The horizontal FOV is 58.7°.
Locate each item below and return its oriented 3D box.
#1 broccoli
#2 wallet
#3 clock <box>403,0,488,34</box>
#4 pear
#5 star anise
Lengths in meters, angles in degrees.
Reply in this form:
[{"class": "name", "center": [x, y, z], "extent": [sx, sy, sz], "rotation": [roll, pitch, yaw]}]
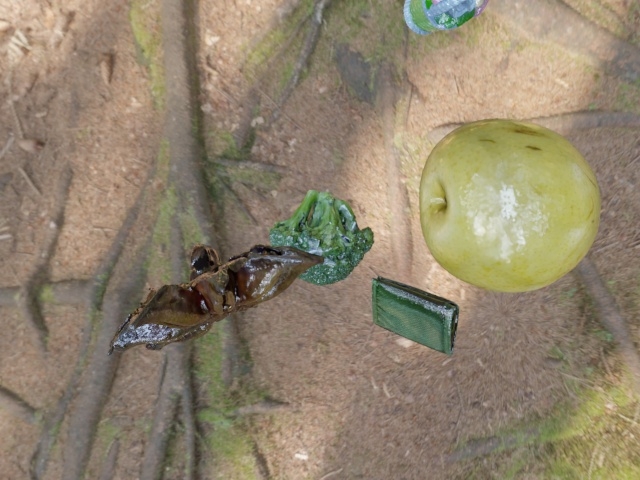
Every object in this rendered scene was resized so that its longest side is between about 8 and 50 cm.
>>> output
[{"class": "broccoli", "center": [0.000, 0.000, 1.533], "extent": [0.265, 0.295, 0.245], "rotation": [-8, 66, 56]}, {"class": "wallet", "center": [0.238, 0.191, 1.468], "extent": [0.236, 0.055, 0.160], "rotation": [20, 126, 33]}, {"class": "clock", "center": [0.252, -0.423, 0.940], "extent": [0.194, 0.195, 0.100], "rotation": [-40, 109, -12]}, {"class": "pear", "center": [0.359, -0.068, 1.113], "extent": [0.348, 0.348, 0.348], "rotation": [-2, 82, 18]}, {"class": "star anise", "center": [-0.127, 0.047, 0.661], "extent": [0.272, 0.272, 0.102], "rotation": [-28, 82, 13]}]
